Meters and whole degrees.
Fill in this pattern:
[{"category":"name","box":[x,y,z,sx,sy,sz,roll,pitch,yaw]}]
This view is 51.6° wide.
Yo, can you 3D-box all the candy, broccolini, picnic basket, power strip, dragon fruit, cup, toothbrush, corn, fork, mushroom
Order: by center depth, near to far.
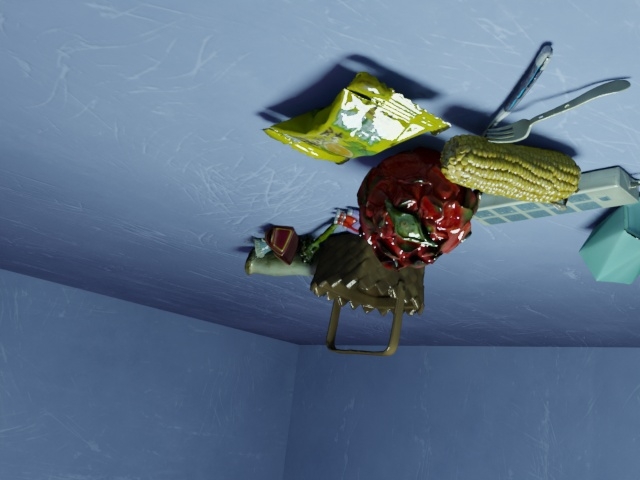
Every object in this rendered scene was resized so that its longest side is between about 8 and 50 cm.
[{"category":"fork","box":[0.354,-0.193,0.995,0.219,0.034,0.028,-20,141,39]},{"category":"toothbrush","box":[0.294,-0.209,1.004,0.026,0.024,0.288,7,164,-2]},{"category":"candy","box":[0.047,-0.183,1.093,0.187,0.081,0.297,19,160,-30]},{"category":"corn","box":[0.320,-0.118,1.123,0.292,0.107,0.106,6,166,-27]},{"category":"dragon fruit","box":[0.182,-0.060,1.248,0.233,0.234,0.293,1,-175,20]},{"category":"power strip","box":[0.460,-0.084,1.333,0.106,0.043,0.367,20,159,-41]},{"category":"cup","box":[0.643,-0.003,1.385,0.134,0.148,0.236,31,169,17]},{"category":"broccolini","box":[0.003,-0.006,1.781,0.071,0.058,0.254,37,146,-9]},{"category":"picnic basket","box":[0.127,0.150,1.804,0.291,0.321,0.254,23,161,-39]},{"category":"picnic basket","box":[-0.185,0.024,1.944,0.083,0.065,0.083,-14,164,11]},{"category":"mushroom","box":[-0.092,0.064,1.975,0.312,0.100,0.081,-2,139,30]}]

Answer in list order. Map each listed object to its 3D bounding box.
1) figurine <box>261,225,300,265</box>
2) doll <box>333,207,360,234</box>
[{"category":"figurine","box":[-0.119,-0.001,1.834,0.098,0.083,0.154,23,168,16]},{"category":"doll","box":[0.143,-0.024,1.611,0.227,0.075,0.102,16,154,2]}]
